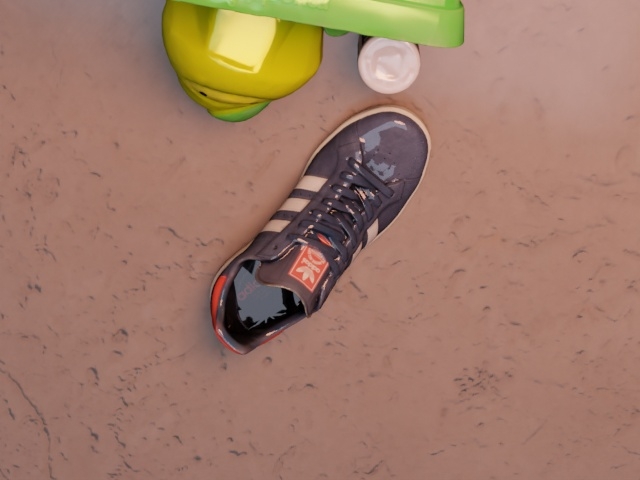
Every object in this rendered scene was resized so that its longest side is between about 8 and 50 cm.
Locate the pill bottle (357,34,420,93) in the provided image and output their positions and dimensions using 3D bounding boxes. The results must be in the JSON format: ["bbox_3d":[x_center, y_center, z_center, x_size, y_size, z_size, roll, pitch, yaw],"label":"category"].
[{"bbox_3d":[0.073,-0.205,1.305,0.067,0.120,0.067,1,113,2],"label":"pill bottle"}]

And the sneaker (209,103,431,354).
[{"bbox_3d":[0.000,0.000,1.379,0.131,0.148,0.350,36,109,-12],"label":"sneaker"}]

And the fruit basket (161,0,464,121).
[{"bbox_3d":[-0.063,-0.245,1.159,0.391,0.283,0.392,-3,121,-5],"label":"fruit basket"}]
